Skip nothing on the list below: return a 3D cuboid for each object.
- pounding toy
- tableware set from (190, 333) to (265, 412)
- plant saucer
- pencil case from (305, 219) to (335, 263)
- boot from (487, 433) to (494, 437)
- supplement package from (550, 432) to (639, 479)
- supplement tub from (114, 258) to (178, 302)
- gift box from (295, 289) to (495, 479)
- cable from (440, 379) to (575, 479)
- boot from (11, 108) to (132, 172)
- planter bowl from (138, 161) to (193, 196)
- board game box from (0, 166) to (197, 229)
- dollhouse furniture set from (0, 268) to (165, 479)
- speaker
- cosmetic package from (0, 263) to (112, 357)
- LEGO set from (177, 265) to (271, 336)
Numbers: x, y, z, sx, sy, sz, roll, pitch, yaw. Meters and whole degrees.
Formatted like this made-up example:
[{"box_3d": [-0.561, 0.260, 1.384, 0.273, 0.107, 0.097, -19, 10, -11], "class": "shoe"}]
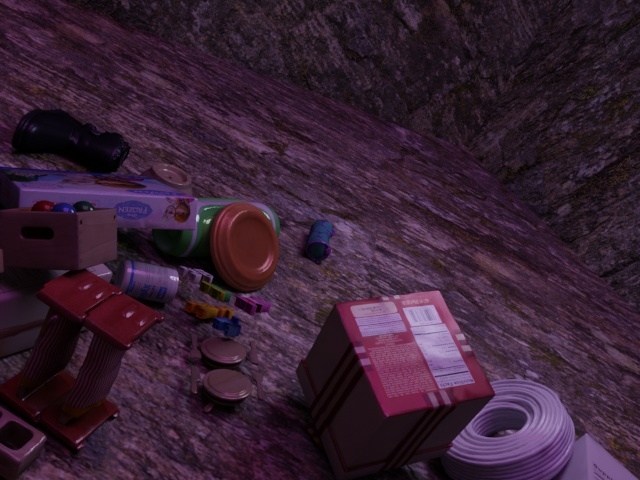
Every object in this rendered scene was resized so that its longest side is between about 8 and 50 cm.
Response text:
[{"box_3d": [-0.422, -0.009, 1.070, 0.180, 0.094, 0.206, 2, 6, 9], "class": "pounding toy"}, {"box_3d": [-0.172, 0.237, 1.327, 0.128, 0.039, 0.194, 9, 22, -14], "class": "tableware set"}, {"box_3d": [-0.158, 0.012, 1.636, 0.037, 0.200, 0.199, -10, -5, 40], "class": "plant saucer"}, {"box_3d": [0.000, 0.000, 1.962, 0.070, 0.065, 0.152, 11, 25, 0], "class": "pencil case"}, {"box_3d": [0.313, 0.342, 1.614, 0.197, 0.073, 0.152, 49, 30, 15], "class": "boot"}, {"box_3d": [0.458, 0.509, 1.267, 0.175, 0.177, 0.293, 42, 24, 2], "class": "supplement package"}, {"box_3d": [-0.335, 0.079, 1.424, 0.107, 0.071, 0.071, 14, 27, -29], "class": "supplement tub"}, {"box_3d": [0.118, 0.242, 1.308, 0.255, 0.258, 0.276, 0, 48, -24], "class": "gift box"}, {"box_3d": [0.347, 0.367, 1.401, 0.257, 0.089, 0.257, -22, 18, -9], "class": "cable"}, {"box_3d": [-0.576, -0.230, 1.749, 0.207, 0.094, 0.246, 25, 17, 1], "class": "boot"}, {"box_3d": [-0.365, -0.113, 1.731, 0.162, 0.109, 0.162, 23, 25, -11], "class": "planter bowl"}, {"box_3d": [-0.443, -0.084, 1.439, 0.318, 0.066, 0.318, 1, 11, -31], "class": "board game box"}, {"box_3d": [-0.381, 0.204, 0.954, 0.152, 0.201, 0.374, 31, 23, 5], "class": "dollhouse furniture set"}, {"box_3d": [-0.231, -0.029, 1.685, 0.296, 0.131, 0.131, -2, 38, -50], "class": "speaker"}, {"box_3d": [-0.497, 0.085, 1.158, 0.153, 0.129, 0.296, 36, 25, 22], "class": "cosmetic package"}, {"box_3d": [-0.186, 0.129, 1.457, 0.227, 0.087, 0.093, 24, 8, 40], "class": "LEGO set"}]
